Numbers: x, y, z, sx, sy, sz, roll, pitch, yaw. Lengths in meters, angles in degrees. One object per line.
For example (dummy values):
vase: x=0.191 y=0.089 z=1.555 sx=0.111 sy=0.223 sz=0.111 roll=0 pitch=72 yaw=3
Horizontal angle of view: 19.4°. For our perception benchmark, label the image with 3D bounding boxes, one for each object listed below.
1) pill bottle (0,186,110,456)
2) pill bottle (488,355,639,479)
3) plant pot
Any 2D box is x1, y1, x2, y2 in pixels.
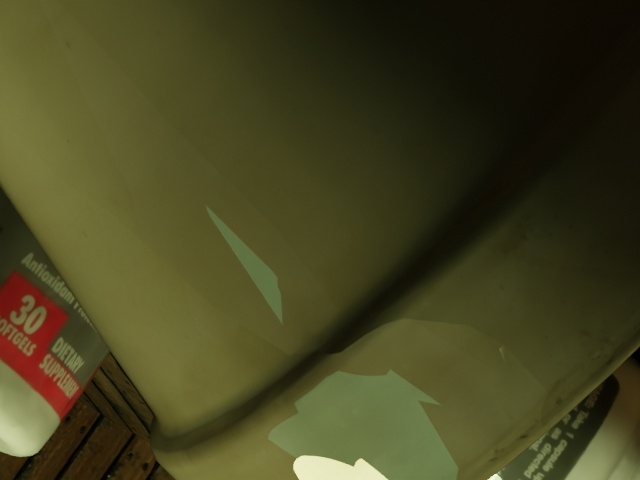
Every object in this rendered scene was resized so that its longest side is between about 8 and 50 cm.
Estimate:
pill bottle: x=-0.128 y=-0.065 z=0.952 sx=0.176 sy=0.318 sz=0.176 roll=31 pitch=165 yaw=10
pill bottle: x=0.117 y=0.110 z=1.266 sx=0.283 sy=0.161 sz=0.161 roll=35 pitch=164 yaw=-1
plant pot: x=-0.009 y=-0.092 z=0.680 sx=0.280 sy=0.323 sz=0.323 roll=44 pitch=163 yaw=-9
